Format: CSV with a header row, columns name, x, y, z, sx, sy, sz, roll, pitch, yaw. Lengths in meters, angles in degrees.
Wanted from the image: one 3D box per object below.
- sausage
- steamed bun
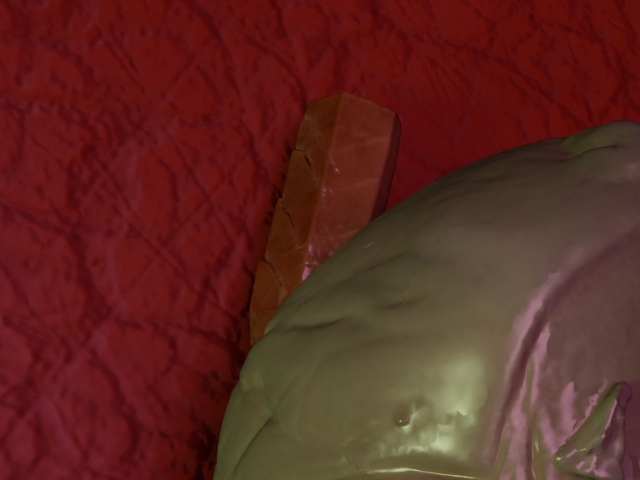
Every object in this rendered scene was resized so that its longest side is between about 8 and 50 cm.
name,x,y,z,sx,sy,sz,roll,pitch,yaw
sausage,0.000,0.000,0.922,0.065,0.065,0.169,23,62,-16
steamed bun,0.116,0.066,0.827,0.383,0.247,0.236,-24,106,-30
